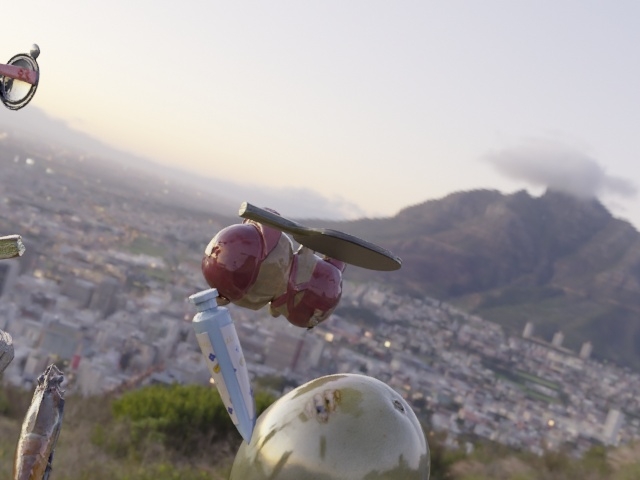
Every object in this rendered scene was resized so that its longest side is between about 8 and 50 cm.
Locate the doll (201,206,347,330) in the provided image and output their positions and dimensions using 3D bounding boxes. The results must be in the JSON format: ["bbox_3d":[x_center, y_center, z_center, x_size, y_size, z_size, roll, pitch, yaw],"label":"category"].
[{"bbox_3d":[-0.085,0.054,1.637,0.256,0.196,0.152,23,-15,-16],"label":"doll"}]

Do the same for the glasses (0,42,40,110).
[{"bbox_3d":[-0.607,-0.280,1.444,0.234,0.118,0.268,4,-2,25],"label":"glasses"}]

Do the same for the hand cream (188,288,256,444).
[{"bbox_3d":[-0.102,0.137,1.006,0.043,0.170,0.065,-19,7,6],"label":"hand cream"}]

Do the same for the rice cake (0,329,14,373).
[{"bbox_3d":[-0.476,0.232,1.093,0.050,0.298,0.106,34,-13,3],"label":"rice cake"}]

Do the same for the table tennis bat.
[{"bbox_3d":[0.000,0.000,1.270,0.247,0.022,0.138,22,-14,-22],"label":"table tennis bat"}]

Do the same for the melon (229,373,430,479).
[{"bbox_3d":[0.006,0.352,1.322,0.268,0.330,0.268,40,14,-12],"label":"melon"}]

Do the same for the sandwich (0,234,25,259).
[{"bbox_3d":[-0.439,0.010,1.276,0.044,0.031,0.083,1,11,34],"label":"sandwich"}]

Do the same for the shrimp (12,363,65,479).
[{"bbox_3d":[-0.392,0.291,1.273,0.052,0.251,0.143,7,-42,-2],"label":"shrimp"}]
